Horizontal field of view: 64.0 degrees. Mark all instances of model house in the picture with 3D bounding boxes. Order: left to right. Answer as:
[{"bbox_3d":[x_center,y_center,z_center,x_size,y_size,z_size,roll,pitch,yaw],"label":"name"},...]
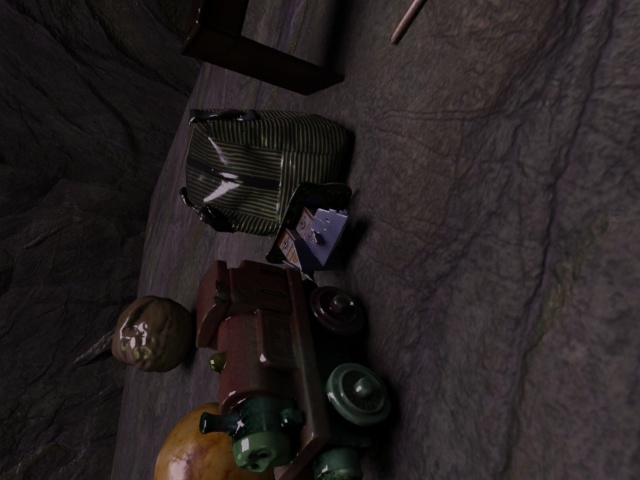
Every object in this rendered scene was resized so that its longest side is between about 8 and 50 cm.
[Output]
[{"bbox_3d":[0.000,0.000,0.800,0.088,0.117,0.166,53,126,39],"label":"model house"}]

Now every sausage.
[{"bbox_3d":[0.132,-0.336,0.771,0.100,0.015,0.015,-52,35,43],"label":"sausage"}]

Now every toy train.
[{"bbox_3d":[-0.046,0.163,0.659,0.150,0.222,0.304,-60,29,33],"label":"toy train"}]

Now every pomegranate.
[{"bbox_3d":[-0.116,0.330,0.719,0.248,0.249,0.248,-40,44,53],"label":"pomegranate"}]

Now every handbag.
[{"bbox_3d":[-0.124,-0.133,0.955,0.341,0.241,0.247,36,115,62],"label":"handbag"}]

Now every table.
[{"bbox_3d":[-0.090,-0.449,0.977,0.196,0.282,0.250,8,85,65],"label":"table"}]

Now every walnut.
[{"bbox_3d":[-0.506,0.282,1.567,0.248,0.249,0.248,-40,44,53],"label":"walnut"}]
